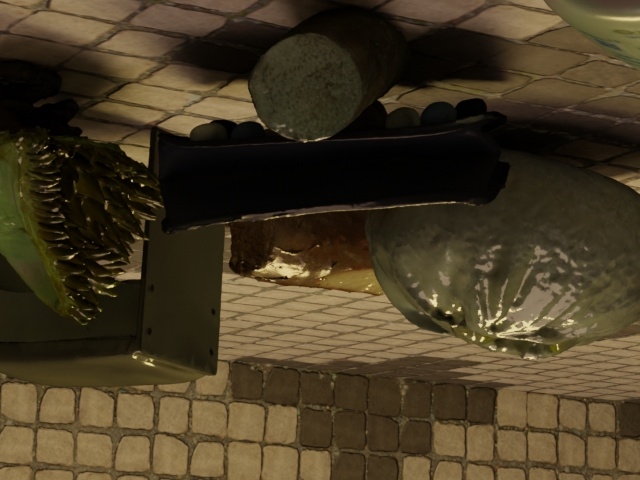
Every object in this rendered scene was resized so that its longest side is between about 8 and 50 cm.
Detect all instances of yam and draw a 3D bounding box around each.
[{"bbox_3d":[0.015,-0.154,1.689,0.106,0.106,0.259,-1,-166,12],"label":"yam"},{"bbox_3d":[-0.001,-0.001,2.409,0.238,0.129,0.128,9,-158,-29],"label":"yam"}]

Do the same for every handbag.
[{"bbox_3d":[0.018,-0.084,1.857,0.326,0.118,0.269,-3,-175,9],"label":"handbag"}]

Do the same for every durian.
[{"bbox_3d":[-0.272,-0.042,1.954,0.198,0.163,0.394,34,165,9],"label":"durian"}]

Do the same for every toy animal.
[{"bbox_3d":[-0.329,-0.127,1.930,0.233,0.084,0.148,7,169,-40],"label":"toy animal"}]

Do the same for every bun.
[{"bbox_3d":[0.218,0.019,2.174,0.362,0.211,0.362,15,167,4],"label":"bun"}]

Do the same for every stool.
[{"bbox_3d":[-0.257,0.025,2.206,0.244,0.269,0.170,-4,166,27],"label":"stool"}]

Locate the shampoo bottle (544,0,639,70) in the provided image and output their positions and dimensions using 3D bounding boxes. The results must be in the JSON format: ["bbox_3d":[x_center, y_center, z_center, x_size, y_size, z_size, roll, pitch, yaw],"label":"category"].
[{"bbox_3d":[0.294,-0.185,1.371,0.222,0.151,0.349,-11,163,27],"label":"shampoo bottle"}]
